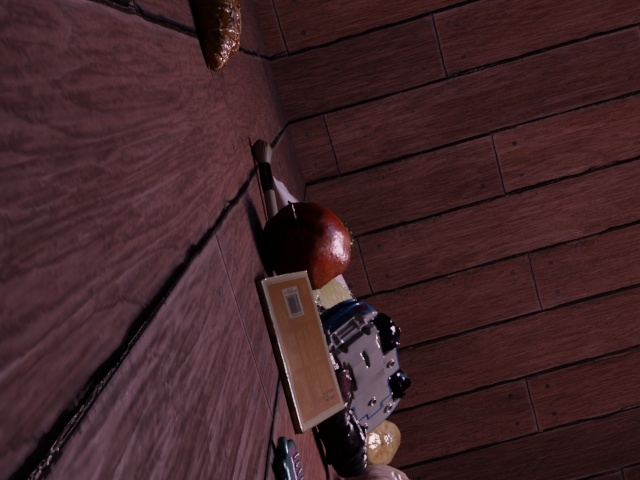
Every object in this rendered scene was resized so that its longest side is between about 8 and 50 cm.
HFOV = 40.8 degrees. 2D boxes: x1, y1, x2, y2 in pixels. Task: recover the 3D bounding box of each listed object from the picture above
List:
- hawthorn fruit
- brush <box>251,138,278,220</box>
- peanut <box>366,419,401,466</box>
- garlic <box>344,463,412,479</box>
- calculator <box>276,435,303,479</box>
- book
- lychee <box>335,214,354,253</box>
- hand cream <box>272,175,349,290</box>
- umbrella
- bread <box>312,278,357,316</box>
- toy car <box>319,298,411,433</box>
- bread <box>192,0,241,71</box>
[{"bbox_3d":[-0.030,-0.004,1.517,0.194,0.156,0.157,64,10,-53],"label":"hawthorn fruit"},{"bbox_3d":[-0.105,-0.086,1.737,0.042,0.039,0.299,64,14,-56],"label":"brush"},{"bbox_3d":[0.132,0.498,2.115,0.253,0.137,0.122,73,4,-75],"label":"peanut"},{"bbox_3d":[0.154,0.524,1.682,0.218,0.212,0.219,165,-90,-87],"label":"garlic"},{"bbox_3d":[-0.038,0.294,1.094,0.141,0.019,0.094,53,25,-83],"label":"calculator"},{"bbox_3d":[-0.030,0.172,1.379,0.170,0.018,0.242,-6,81,-66],"label":"book"},{"bbox_3d":[0.000,0.000,2.148,0.171,0.171,0.171,-15,90,-87],"label":"lychee"},{"bbox_3d":[-0.030,0.033,1.925,0.185,0.118,0.359,28,40,-79],"label":"hand cream"},{"bbox_3d":[0.017,0.278,1.532,0.090,0.094,0.326,-136,-152,-67],"label":"umbrella"},{"bbox_3d":[-0.003,0.113,1.779,0.232,0.064,0.172,56,29,-6],"label":"bread"},{"bbox_3d":[0.059,0.262,1.733,0.166,0.198,0.314,35,-28,40],"label":"toy car"},{"bbox_3d":[-0.178,-0.393,1.501,0.105,0.075,0.233,65,11,-63],"label":"bread"}]
